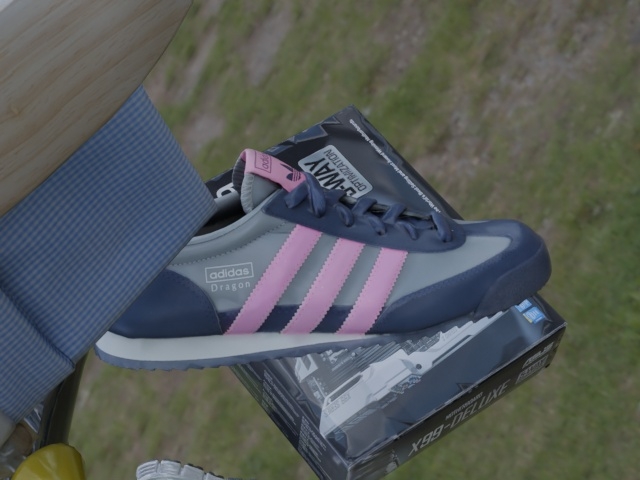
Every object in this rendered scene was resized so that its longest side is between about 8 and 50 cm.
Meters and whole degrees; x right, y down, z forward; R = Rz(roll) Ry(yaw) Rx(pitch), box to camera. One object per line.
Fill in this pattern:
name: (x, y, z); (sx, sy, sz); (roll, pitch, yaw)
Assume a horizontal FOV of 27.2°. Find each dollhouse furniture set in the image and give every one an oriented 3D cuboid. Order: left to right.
dollhouse furniture set: (-0.084, -0.031, 0.557); (0.198, 0.303, 0.286); (28, 67, 40)

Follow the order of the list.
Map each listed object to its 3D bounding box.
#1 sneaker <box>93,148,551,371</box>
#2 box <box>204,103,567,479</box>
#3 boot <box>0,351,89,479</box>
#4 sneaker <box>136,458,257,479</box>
sneaker: (0.000, 0.000, 0.885); (0.112, 0.318, 0.131); (-124, 27, -70)
box: (0.023, 0.045, 1.179); (0.307, 0.242, 0.077); (49, 153, 26)
boot: (-0.263, 0.166, 1.206); (0.445, 0.146, 0.367); (95, -171, -69)
sneaker: (-0.100, 0.301, 1.399); (0.081, 0.208, 0.094); (110, 171, -57)
